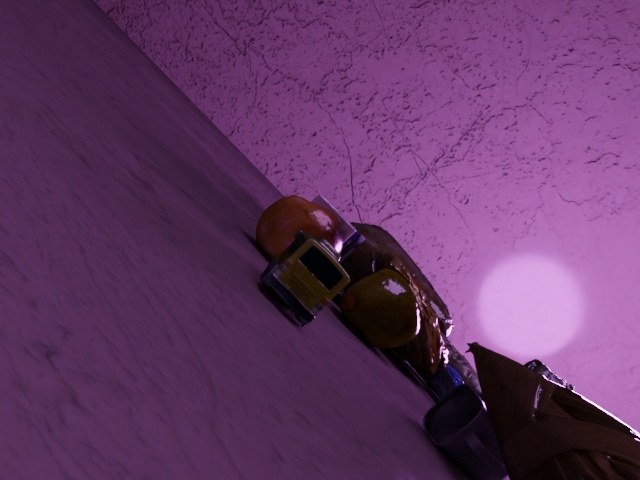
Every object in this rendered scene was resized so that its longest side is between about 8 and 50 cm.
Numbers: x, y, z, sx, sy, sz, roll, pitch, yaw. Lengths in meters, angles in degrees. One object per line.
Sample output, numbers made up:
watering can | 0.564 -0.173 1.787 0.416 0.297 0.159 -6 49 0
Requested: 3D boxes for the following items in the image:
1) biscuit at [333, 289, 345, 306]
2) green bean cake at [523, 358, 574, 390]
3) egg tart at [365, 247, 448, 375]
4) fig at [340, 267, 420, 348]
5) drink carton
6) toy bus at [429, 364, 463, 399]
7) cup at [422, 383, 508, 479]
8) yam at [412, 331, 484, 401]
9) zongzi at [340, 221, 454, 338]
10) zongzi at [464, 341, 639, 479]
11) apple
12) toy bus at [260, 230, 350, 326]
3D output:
biscuit | 0.046 0.119 1.891 0.087 0.027 0.089 41 4 -47
green bean cake | 0.420 0.359 1.967 0.125 0.222 0.227 47 0 20
egg tart | 0.157 0.153 1.948 0.297 0.132 0.297 158 -90 -89
fig | 0.103 0.121 1.733 0.165 0.144 0.154 30 50 -49
drink carton | -0.001 0.001 1.813 0.102 0.134 0.222 44 2 8
toy bus | 0.270 0.316 1.928 0.051 0.061 0.153 38 17 -28
cup | 0.233 0.298 1.393 0.129 0.095 0.128 46 3 -22
yam | 0.284 0.296 2.056 0.194 0.107 0.107 49 4 36
zongzi | 0.148 0.106 2.140 0.356 0.174 0.393 50 4 13
zongzi | 0.294 0.303 1.112 0.467 0.218 0.500 43 6 17
apple | -0.030 -0.008 1.553 0.146 0.146 0.146 46 3 -3
toy bus | -0.018 0.045 1.263 0.088 0.101 0.175 45 1 -5
